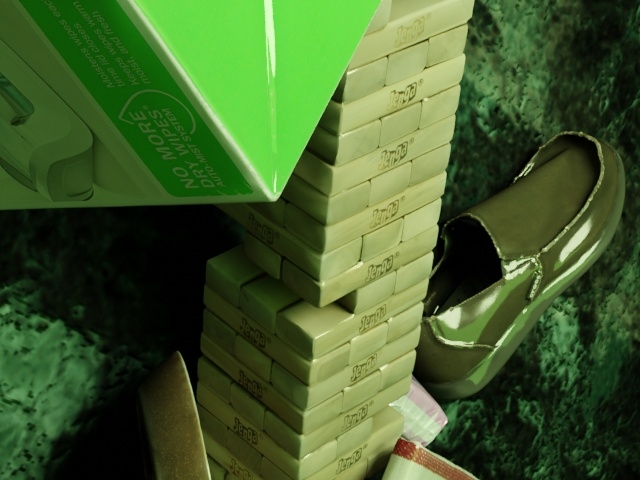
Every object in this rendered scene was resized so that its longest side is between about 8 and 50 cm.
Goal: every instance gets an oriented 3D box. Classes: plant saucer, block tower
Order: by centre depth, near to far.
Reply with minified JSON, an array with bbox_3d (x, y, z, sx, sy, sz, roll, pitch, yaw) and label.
[{"bbox_3d":[0.000,0.000,0.803,0.097,0.091,0.335,-27,137,-37],"label":"block tower"},{"bbox_3d":[-0.075,0.144,0.807,0.029,0.168,0.168,-10,108,-9],"label":"plant saucer"}]

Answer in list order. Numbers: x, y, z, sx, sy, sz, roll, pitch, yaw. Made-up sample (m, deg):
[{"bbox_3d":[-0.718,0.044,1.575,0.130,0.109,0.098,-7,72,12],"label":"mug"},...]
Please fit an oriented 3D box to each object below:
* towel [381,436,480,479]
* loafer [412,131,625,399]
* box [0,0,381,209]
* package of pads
[{"bbox_3d":[0.019,0.290,0.926,0.329,0.037,0.237,-69,160,-9],"label":"towel"},{"bbox_3d":[0.127,0.004,1.002,0.220,0.080,0.078,-54,130,-21],"label":"loafer"},{"bbox_3d":[-0.083,-0.145,0.637,0.127,0.231,0.262,55,49,-38],"label":"box"},{"bbox_3d":[0.040,0.089,0.937,0.032,0.083,0.050,-44,128,2],"label":"package of pads"}]
